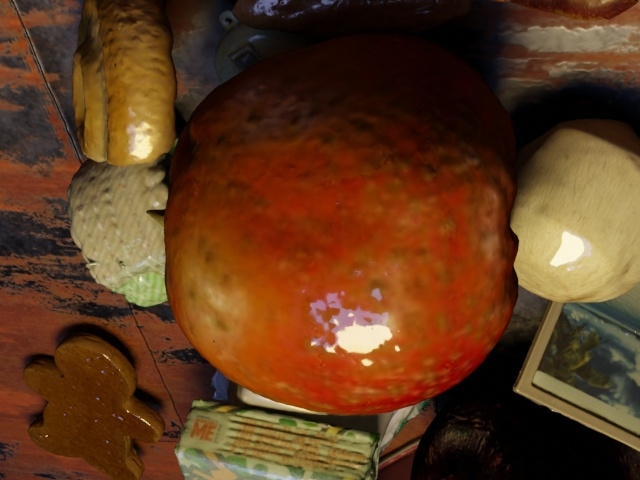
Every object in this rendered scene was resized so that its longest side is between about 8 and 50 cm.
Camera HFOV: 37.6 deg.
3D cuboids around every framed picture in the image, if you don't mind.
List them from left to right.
[{"bbox_3d":[0.425,0.155,1.229,0.315,0.232,0.024,26,172,-12],"label":"framed picture"}]

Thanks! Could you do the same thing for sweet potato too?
[{"bbox_3d":[0.032,-0.257,0.988,0.251,0.097,0.097,2,136,9],"label":"sweet potato"}]

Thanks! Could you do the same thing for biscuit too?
[{"bbox_3d":[-0.411,0.298,1.732,0.283,0.064,0.432,23,137,6],"label":"biscuit"},{"bbox_3d":[-0.226,-0.187,1.042,0.091,0.213,0.274,-1,-176,-20],"label":"biscuit"}]

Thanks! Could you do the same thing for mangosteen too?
[{"bbox_3d":[0.347,0.367,1.397,0.435,0.382,0.382,0,151,-38],"label":"mangosteen"}]

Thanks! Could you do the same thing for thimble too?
[{"bbox_3d":[-0.209,-0.030,1.200,0.150,0.219,0.219,-23,126,24],"label":"thimble"}]

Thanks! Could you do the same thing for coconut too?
[{"bbox_3d":[0.299,-0.040,1.071,0.224,0.224,0.224,9,138,8],"label":"coconut"}]

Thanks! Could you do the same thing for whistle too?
[{"bbox_3d":[-0.031,-0.174,1.113,0.126,0.067,0.258,-24,128,32],"label":"whistle"}]

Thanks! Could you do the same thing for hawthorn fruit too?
[{"bbox_3d":[0.008,-0.022,0.970,0.402,0.403,0.403,9,138,8],"label":"hawthorn fruit"}]

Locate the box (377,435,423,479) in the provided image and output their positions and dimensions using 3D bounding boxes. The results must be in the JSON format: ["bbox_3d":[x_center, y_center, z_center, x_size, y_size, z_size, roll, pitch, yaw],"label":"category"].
[{"bbox_3d":[0.201,0.473,1.662,0.193,0.167,0.294,33,135,-15],"label":"box"}]

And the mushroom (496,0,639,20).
[{"bbox_3d":[0.212,-0.304,0.846,0.231,0.138,0.194,26,110,4],"label":"mushroom"}]

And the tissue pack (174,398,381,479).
[{"bbox_3d":[-0.064,0.381,1.518,0.310,0.128,0.228,10,138,9],"label":"tissue pack"}]

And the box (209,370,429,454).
[{"bbox_3d":[-0.020,0.290,1.577,0.336,0.106,0.264,21,138,-6],"label":"box"}]
